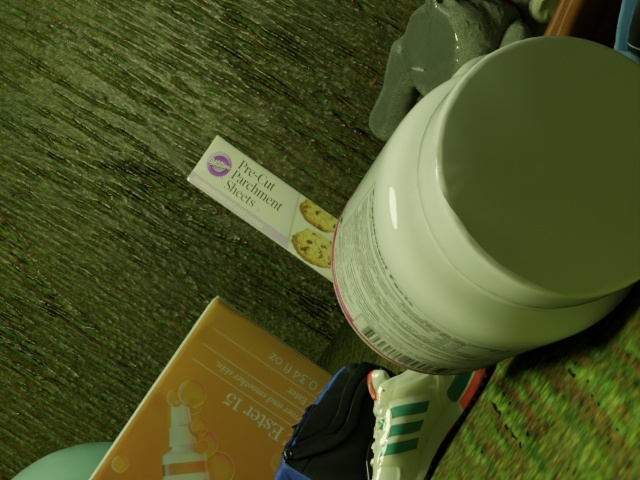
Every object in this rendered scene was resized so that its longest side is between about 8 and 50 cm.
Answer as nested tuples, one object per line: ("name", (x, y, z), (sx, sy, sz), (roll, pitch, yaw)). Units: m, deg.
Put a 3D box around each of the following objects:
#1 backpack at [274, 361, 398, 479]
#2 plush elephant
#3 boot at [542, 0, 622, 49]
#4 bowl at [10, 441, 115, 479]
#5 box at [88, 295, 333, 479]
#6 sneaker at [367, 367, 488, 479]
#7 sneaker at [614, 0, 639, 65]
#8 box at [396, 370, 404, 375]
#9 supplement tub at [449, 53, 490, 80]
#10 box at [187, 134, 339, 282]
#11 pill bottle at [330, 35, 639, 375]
("backpack", (0.026, 0.163, 0.972), (0.120, 0.098, 0.101), (-57, -3, -29))
("plush elephant", (0.241, -0.265, 1.669), (0.272, 0.255, 0.330), (24, 118, 52))
("boot", (0.308, -0.251, 1.160), (0.264, 0.096, 0.280), (-10, -62, -57))
("bowl", (-0.228, 0.378, 1.308), (0.311, 0.311, 0.163), (-56, 9, -15))
("box", (-0.111, 0.260, 1.072), (0.345, 0.215, 0.168), (-57, 2, -20))
("sneaker", (0.056, 0.137, 0.889), (0.161, 0.075, 0.057), (-56, 0, -13))
("sneaker", (0.297, -0.218, 0.956), (0.232, 0.090, 0.081), (92, -158, -45))
("box", (0.061, 0.181, 1.248), (0.067, 0.018, 0.083), (-56, 0, -38))
("supplement tub", (0.142, -0.055, 1.079), (0.144, 0.144, 0.200), (-56, 0, -39))
("box", (0.000, 0.000, 1.354), (0.067, 0.324, 0.063), (-54, -3, -1))
("pill bottle", (0.103, -0.010, 0.722), (0.160, 0.160, 0.283), (-56, 0, -14))
